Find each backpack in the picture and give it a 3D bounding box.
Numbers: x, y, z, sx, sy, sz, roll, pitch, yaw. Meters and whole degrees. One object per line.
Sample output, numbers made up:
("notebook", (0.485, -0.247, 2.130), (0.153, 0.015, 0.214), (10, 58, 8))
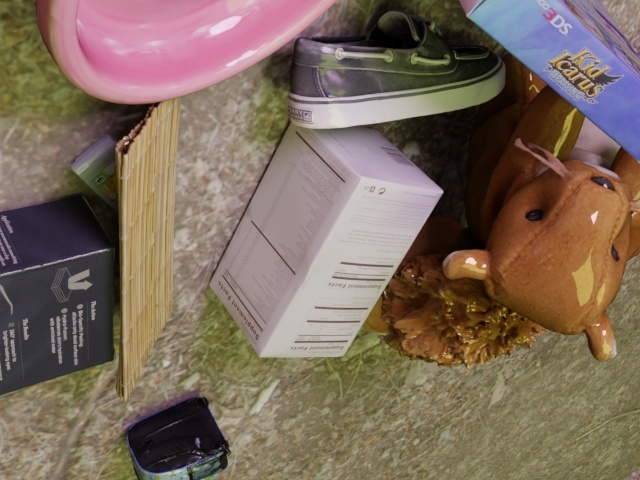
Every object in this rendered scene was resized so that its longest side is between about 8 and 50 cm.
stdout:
("backpack", (-0.185, 0.272, 1.106), (0.114, 0.105, 0.084), (-16, 134, -22))

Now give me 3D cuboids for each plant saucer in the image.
("plant saucer", (0.138, 0.057, 1.214), (0.200, 0.037, 0.199), (-23, 137, -23))
("plant saucer", (-0.073, -0.242, 0.654), (0.332, 0.084, 0.332), (-35, 169, -8))

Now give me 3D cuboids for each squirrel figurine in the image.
("squirrel figurine", (0.246, 0.017, 0.982), (0.397, 0.281, 0.370), (-58, -178, 31))

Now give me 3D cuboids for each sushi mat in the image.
("sushi mat", (-0.172, 0.001, 0.855), (0.019, 0.151, 0.316), (14, 128, 5))

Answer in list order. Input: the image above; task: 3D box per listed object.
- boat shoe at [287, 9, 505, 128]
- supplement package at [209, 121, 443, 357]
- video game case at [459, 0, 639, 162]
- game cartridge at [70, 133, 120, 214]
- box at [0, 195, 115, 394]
("boat shoe", (0.090, -0.192, 0.908), (0.301, 0.108, 0.102), (-16, 117, -35))
("supplement package", (0.000, 0.000, 0.980), (0.134, 0.139, 0.244), (6, 123, -42))
("video game case", (0.209, -0.225, 0.813), (0.270, 0.244, 0.061), (28, 123, -34))
("game cartridge", (-0.201, -0.066, 0.847), (0.056, 0.017, 0.083), (-43, 142, -5))
("box", (-0.287, 0.057, 0.826), (0.158, 0.093, 0.155), (-14, 135, -29))
